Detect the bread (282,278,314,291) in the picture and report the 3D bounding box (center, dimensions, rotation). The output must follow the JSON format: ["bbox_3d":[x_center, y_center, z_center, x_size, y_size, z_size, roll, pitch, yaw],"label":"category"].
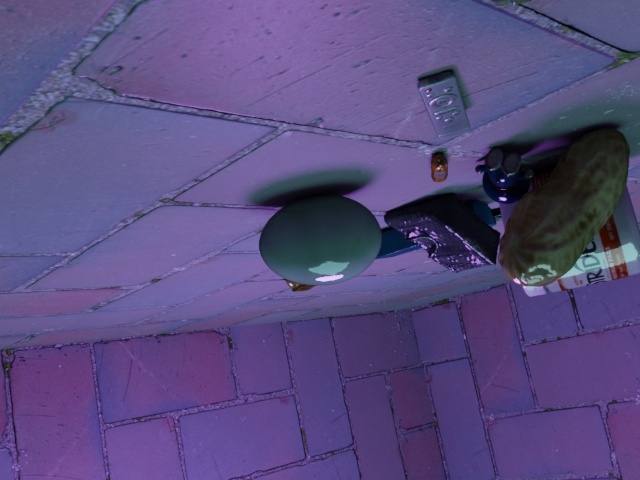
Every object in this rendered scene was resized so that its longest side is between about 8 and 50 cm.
[{"bbox_3d":[0.003,0.067,1.867,0.269,0.098,0.087,-27,-158,51],"label":"bread"}]

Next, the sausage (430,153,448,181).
[{"bbox_3d":[0.209,-0.129,1.254,0.031,0.031,0.107,-12,168,7],"label":"sausage"}]

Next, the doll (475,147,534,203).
[{"bbox_3d":[0.339,-0.118,1.306,0.114,0.086,0.152,21,170,25],"label":"doll"}]

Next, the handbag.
[{"bbox_3d":[0.284,-0.007,1.604,0.270,0.089,0.175,35,147,-30],"label":"handbag"}]

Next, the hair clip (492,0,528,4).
[{"bbox_3d":[0.243,-0.260,0.524,0.321,0.091,0.138,-18,165,-30],"label":"hair clip"}]

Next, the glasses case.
[{"bbox_3d":[0.265,-0.023,1.742,0.301,0.070,0.117,-21,170,32],"label":"glasses case"}]

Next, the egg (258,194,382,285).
[{"bbox_3d":[0.000,0.000,1.331,0.230,0.168,0.168,-7,168,-4],"label":"egg"}]

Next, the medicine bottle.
[{"bbox_3d":[0.516,-0.030,1.468,0.240,0.253,0.252,-15,168,22],"label":"medicine bottle"}]

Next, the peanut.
[{"bbox_3d":[0.437,-0.060,1.279,0.153,0.325,0.140,32,-177,-18],"label":"peanut"}]

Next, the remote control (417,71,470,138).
[{"bbox_3d":[0.170,-0.184,0.971,0.049,0.027,0.184,-15,163,14],"label":"remote control"}]

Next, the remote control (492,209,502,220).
[{"bbox_3d":[0.379,-0.047,1.812,0.212,0.028,0.059,-13,169,8],"label":"remote control"}]
